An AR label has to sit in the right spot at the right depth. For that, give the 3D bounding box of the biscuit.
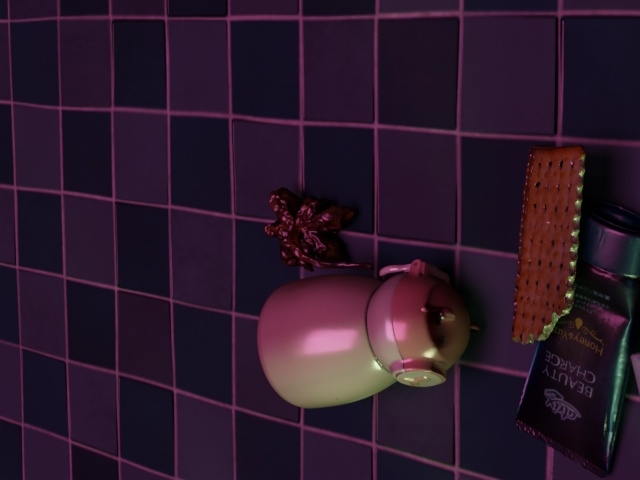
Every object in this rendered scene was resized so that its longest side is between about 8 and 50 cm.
[{"bbox_3d":[0.224,0.005,1.406,0.144,0.016,0.203,-174,89,-76],"label":"biscuit"}]

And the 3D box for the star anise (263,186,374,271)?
[{"bbox_3d":[0.000,0.000,1.662,0.191,0.070,0.097,16,105,41],"label":"star anise"}]

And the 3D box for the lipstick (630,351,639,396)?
[{"bbox_3d":[0.335,0.180,1.357,0.048,0.048,0.158,-17,83,46],"label":"lipstick"}]

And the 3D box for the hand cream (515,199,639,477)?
[{"bbox_3d":[0.266,0.097,1.419,0.120,0.061,0.270,29,123,36],"label":"hand cream"}]

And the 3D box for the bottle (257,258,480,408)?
[{"bbox_3d":[0.060,0.101,1.567,0.236,0.147,0.147,-12,87,38],"label":"bottle"}]
